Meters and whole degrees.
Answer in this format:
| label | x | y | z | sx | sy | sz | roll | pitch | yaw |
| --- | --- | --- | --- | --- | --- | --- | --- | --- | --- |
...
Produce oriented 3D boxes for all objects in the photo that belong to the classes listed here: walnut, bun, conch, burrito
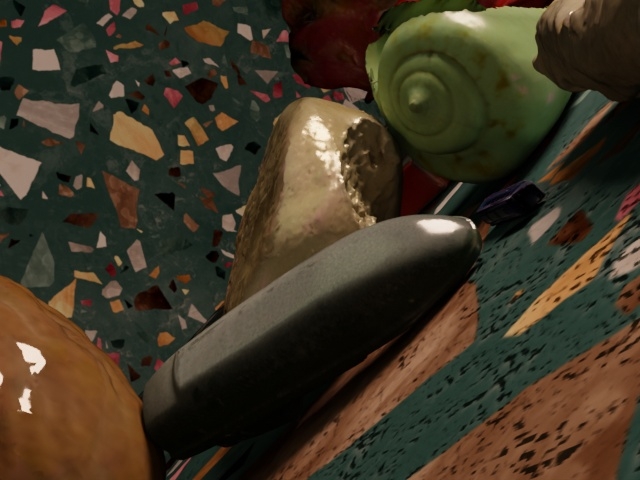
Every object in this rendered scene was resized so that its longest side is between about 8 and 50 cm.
| label | x | y | z | sx | sy | sz | roll | pitch | yaw |
| --- | --- | --- | --- | --- | --- | --- | --- | --- | --- |
| walnut | -0.276 | 0.165 | 0.931 | 0.306 | 0.306 | 0.344 | -46 | 45 | 1 |
| bun | 0.000 | 0.000 | 0.991 | 0.237 | 0.116 | 0.210 | 171 | 114 | -79 |
| conch | 0.120 | -0.137 | 1.014 | 0.143 | 0.137 | 0.250 | -17 | 22 | 27 |
| burrito | 0.188 | -0.122 | 0.661 | 0.117 | 0.076 | 0.392 | -40 | 5 | 0 |

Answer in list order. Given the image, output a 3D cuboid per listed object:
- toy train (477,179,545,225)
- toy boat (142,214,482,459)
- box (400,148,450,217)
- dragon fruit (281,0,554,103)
| label | x | y | z | sx | sy | sz | roll | pitch | yaw |
| --- | --- | --- | --- | --- | --- | --- | --- | --- | --- |
| toy train | 0.117 | -0.023 | 0.818 | 0.017 | 0.017 | 0.083 | -49 | 4 | -11 |
| toy boat | -0.003 | 0.061 | 0.852 | 0.260 | 0.085 | 0.078 | -35 | 41 | 24 |
| box | 0.094 | -0.068 | 1.363 | 0.123 | 0.050 | 0.229 | -45 | 3 | 29 |
| dragon fruit | 0.156 | -0.270 | 1.290 | 0.386 | 0.249 | 0.371 | -19 | -32 | -55 |
